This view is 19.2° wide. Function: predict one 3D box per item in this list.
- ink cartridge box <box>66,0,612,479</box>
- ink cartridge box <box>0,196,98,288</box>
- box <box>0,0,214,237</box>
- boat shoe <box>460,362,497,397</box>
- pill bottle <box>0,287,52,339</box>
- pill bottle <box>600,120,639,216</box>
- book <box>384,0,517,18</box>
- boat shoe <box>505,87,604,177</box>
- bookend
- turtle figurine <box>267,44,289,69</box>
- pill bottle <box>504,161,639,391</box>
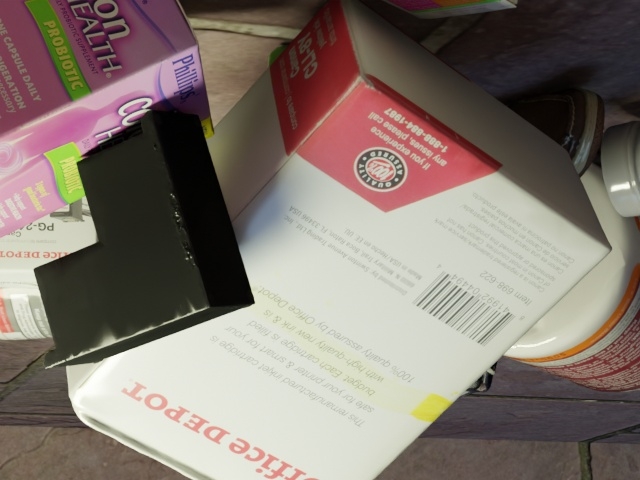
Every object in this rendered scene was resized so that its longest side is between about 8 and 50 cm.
[{"bbox_3d":[0.003,0.028,1.587,0.279,0.160,0.384,32,114,-28],"label":"ink cartridge box"},{"bbox_3d":[-0.271,-0.033,1.840,0.109,0.150,0.063,1,165,-10],"label":"ink cartridge box"},{"bbox_3d":[-0.217,-0.109,1.443,0.243,0.117,0.213,-27,167,-7],"label":"box"},{"bbox_3d":[0.211,0.110,2.435,0.127,0.158,0.340,2,165,-13],"label":"boat shoe"},{"bbox_3d":[-0.218,0.021,2.036,0.283,0.161,0.161,-3,165,7],"label":"pill bottle"},{"bbox_3d":[0.383,-0.084,1.778,0.221,0.124,0.124,-10,164,28],"label":"pill bottle"},{"bbox_3d":[0.073,-0.206,1.450,0.096,0.035,0.144,-9,164,37],"label":"book"},{"bbox_3d":[0.177,-0.086,1.810,0.095,0.095,0.257,10,163,-19],"label":"boat shoe"},{"bbox_3d":[-0.152,0.001,1.454,0.157,0.156,0.072,-22,171,25],"label":"bookend"},{"bbox_3d":[-0.007,-0.033,1.710,0.198,0.274,0.266,28,141,7],"label":"turtle figurine"},{"bbox_3d":[0.301,0.047,2.077,0.224,0.224,0.392,-10,163,28],"label":"pill bottle"}]
